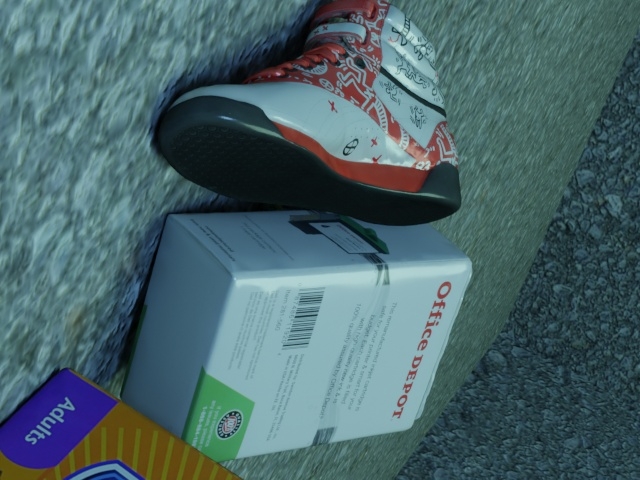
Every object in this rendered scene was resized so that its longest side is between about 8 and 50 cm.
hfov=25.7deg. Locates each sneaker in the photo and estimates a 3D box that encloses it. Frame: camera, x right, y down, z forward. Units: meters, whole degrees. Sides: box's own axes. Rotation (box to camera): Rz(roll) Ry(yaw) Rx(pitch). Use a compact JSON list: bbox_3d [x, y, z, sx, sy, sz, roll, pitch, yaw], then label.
[{"bbox_3d":[-0.008,-0.102,0.955,0.270,0.090,0.145,13,65,-46],"label":"sneaker"}]

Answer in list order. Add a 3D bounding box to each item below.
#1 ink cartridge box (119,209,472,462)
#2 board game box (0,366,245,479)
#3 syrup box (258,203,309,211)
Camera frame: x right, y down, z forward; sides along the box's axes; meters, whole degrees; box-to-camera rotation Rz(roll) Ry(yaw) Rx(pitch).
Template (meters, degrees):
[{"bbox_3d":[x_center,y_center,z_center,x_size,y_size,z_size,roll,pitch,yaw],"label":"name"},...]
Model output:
[{"bbox_3d":[-0.016,0.065,1.021,0.219,0.092,0.160,-3,121,-39],"label":"ink cartridge box"},{"bbox_3d":[-0.145,0.381,0.889,0.356,0.356,0.356,-47,161,-41],"label":"board game box"},{"bbox_3d":[0.000,0.000,1.153,0.237,0.093,0.096,-62,165,9],"label":"syrup box"}]
